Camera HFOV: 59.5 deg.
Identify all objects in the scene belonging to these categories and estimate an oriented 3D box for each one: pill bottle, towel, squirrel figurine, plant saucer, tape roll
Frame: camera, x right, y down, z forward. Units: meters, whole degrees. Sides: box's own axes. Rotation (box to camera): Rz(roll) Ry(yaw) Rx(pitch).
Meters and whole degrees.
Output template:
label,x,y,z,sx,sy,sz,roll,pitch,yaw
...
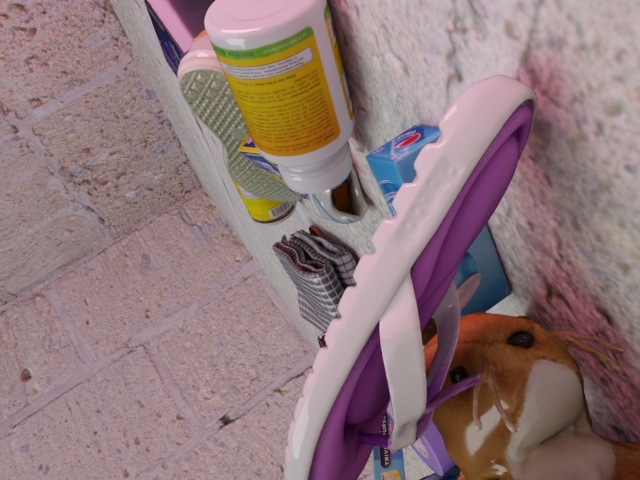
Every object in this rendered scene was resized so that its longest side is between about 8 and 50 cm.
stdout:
label,x,y,z,sx,sy,sz,roll,pitch,yaw
pill bottle,-0.137,-0.143,1.260,0.117,0.117,0.215,45,163,45
towel,0.009,0.108,1.275,0.235,0.121,0.283,61,164,-24
squirrel figurine,0.214,0.265,0.548,0.371,0.280,0.397,58,168,28
pill bottle,-0.034,-0.178,0.683,0.136,0.136,0.246,47,165,41
plant saucer,0.000,0.000,1.335,0.084,0.013,0.083,53,167,18
tape roll,0.221,0.389,1.275,0.275,0.090,0.275,53,167,18

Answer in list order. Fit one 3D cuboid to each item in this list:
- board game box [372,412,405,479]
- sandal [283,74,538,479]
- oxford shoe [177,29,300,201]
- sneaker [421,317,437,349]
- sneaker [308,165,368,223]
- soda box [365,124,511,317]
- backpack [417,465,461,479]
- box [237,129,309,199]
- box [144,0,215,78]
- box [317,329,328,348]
label,x,y,z,sx,sy,sz,roll,pitch,yaw
board game box,0.180,0.554,1.493,0.254,0.079,0.336,75,-168,-57
sandal,0.077,0.082,0.444,0.102,0.169,0.417,31,115,27
oxford shoe,-0.112,-0.205,1.007,0.449,0.168,0.130,62,-149,-61
sneaker,0.195,0.186,0.889,0.086,0.064,0.192,65,164,-15
sneaker,0.000,-0.124,0.853,0.092,0.087,0.229,21,149,57
soda box,0.130,-0.014,0.606,0.210,0.071,0.067,62,168,-23
backpack,0.311,0.631,1.170,0.274,0.290,0.355,63,177,16
box,-0.054,-0.126,0.924,0.059,0.054,0.169,14,166,41
box,-0.237,-0.375,1.074,0.153,0.108,0.207,55,169,13
box,0.088,0.163,0.977,0.045,0.184,0.191,52,169,28
